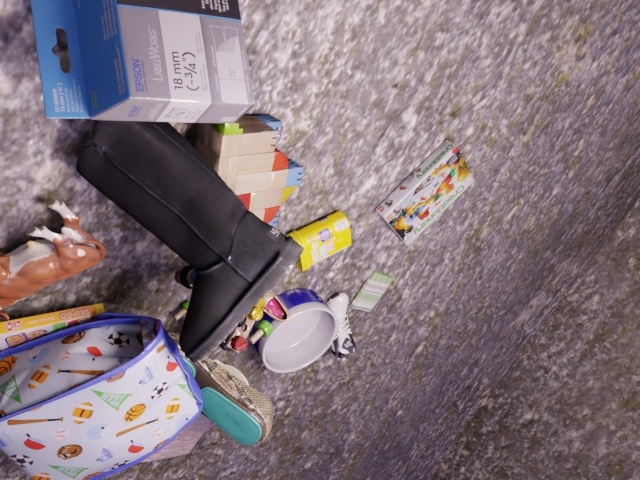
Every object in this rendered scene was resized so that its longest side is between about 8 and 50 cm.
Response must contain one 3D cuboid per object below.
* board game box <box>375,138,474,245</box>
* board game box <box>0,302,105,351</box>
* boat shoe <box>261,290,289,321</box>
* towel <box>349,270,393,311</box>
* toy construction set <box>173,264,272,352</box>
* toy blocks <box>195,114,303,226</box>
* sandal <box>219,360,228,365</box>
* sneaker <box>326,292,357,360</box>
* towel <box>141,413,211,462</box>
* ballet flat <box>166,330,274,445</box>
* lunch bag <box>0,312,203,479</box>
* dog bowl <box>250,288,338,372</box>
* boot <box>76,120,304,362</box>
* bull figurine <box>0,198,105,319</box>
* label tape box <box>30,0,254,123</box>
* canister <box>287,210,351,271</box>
[{"bbox_3d":[0.329,-0.143,1.652,0.305,0.053,0.193,-45,138,3],"label":"board game box"},{"bbox_3d":[-0.630,0.202,1.189,0.259,0.039,0.124,-5,153,-41],"label":"board game box"},{"bbox_3d":[-0.150,0.166,1.495,0.170,0.059,0.063,41,80,-11],"label":"boat shoe"},{"bbox_3d":[0.175,0.175,1.828,0.113,0.023,0.152,19,109,-46],"label":"towel"},{"bbox_3d":[-0.229,0.136,1.380,0.237,0.257,0.309,-43,-178,-38],"label":"toy construction set"},{"bbox_3d":[-0.161,-0.136,1.234,0.260,0.190,0.382,-16,130,-41],"label":"toy blocks"},{"bbox_3d":[-0.389,0.424,1.552,0.302,0.120,0.086,9,134,-41],"label":"sandal"},{"bbox_3d":[0.074,0.299,1.753,0.093,0.153,0.235,-4,126,-36],"label":"sneaker"},{"bbox_3d":[-0.497,0.583,1.602,0.331,0.054,0.317,9,131,-38],"label":"towel"},{"bbox_3d":[-0.331,0.374,1.464,0.482,0.182,0.164,37,111,-8],"label":"ballet flat"},{"bbox_3d":[-0.491,0.352,1.210,0.385,0.239,0.328,-20,132,-8],"label":"lunch bag"},{"bbox_3d":[-0.083,0.282,1.662,0.264,0.104,0.265,-20,134,-22],"label":"dog bowl"},{"bbox_3d":[-0.311,-0.009,1.070,0.445,0.146,0.367,40,110,-9],"label":"boot"},{"bbox_3d":[-0.610,0.050,1.087,0.310,0.101,0.189,-28,140,-14],"label":"bull figurine"},{"bbox_3d":[-0.297,-0.334,0.910,0.333,0.105,0.241,-7,85,-33],"label":"label tape box"},{"bbox_3d":[0.000,0.000,1.516,0.169,0.073,0.126,-26,136,-18],"label":"canister"}]
